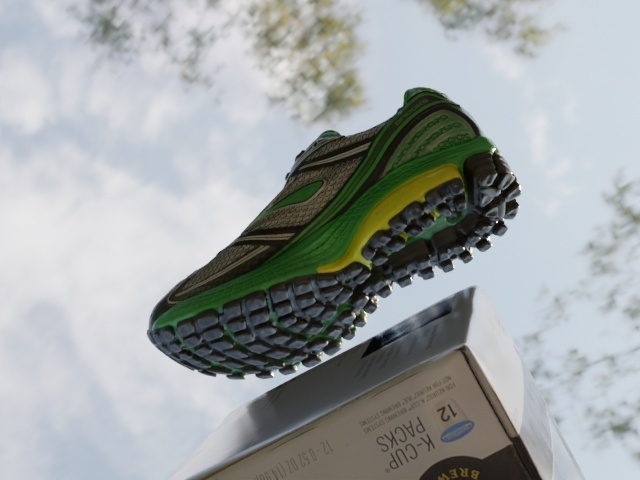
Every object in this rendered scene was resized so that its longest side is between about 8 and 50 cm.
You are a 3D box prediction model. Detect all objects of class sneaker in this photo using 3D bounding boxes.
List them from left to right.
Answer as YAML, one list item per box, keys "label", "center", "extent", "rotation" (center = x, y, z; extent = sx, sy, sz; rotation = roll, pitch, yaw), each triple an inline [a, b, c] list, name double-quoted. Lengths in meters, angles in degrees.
- label: "sneaker"
  center: [0.000, 0.000, 1.381]
  extent: [0.134, 0.343, 0.146]
  rotation: [48, -166, -51]

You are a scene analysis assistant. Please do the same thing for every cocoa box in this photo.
- label: "cocoa box"
  center: [0.057, 0.193, 1.066]
  extent: [0.231, 0.347, 0.228]
  rotation: [-28, -89, 8]
